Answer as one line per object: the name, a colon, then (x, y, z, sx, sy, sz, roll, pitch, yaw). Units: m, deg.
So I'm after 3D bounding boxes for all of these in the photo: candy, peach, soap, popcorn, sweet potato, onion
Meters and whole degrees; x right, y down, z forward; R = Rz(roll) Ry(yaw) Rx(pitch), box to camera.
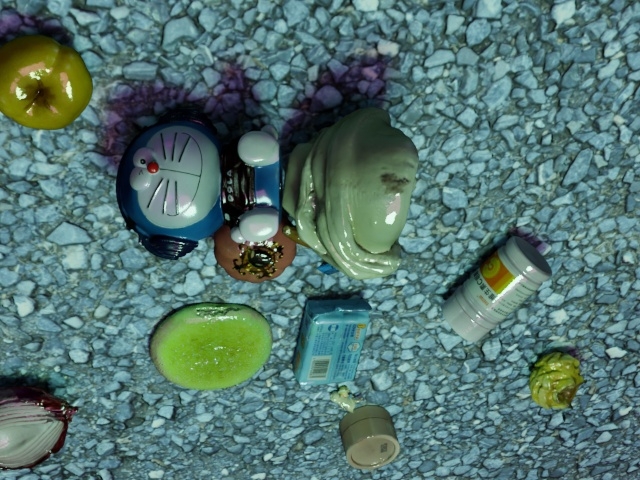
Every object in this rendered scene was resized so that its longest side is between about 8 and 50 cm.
candy: (0.038, 0.051, 1.849, 0.088, 0.038, 0.136, -20, 174, 5)
peach: (-0.487, -0.274, 1.450, 0.179, 0.103, 0.179, -6, 134, -6)
soap: (0.024, 0.250, 2.018, 0.156, 0.077, 0.293, 1, 129, -15)
popcorn: (0.632, 0.379, 2.237, 0.148, 0.152, 0.167, -28, 134, -27)
sweet potato: (0.001, -0.001, 1.764, 0.057, 0.057, 0.265, -37, 157, 17)
onion: (-0.688, 0.415, 1.953, 0.284, 0.120, 0.227, -21, 128, 8)

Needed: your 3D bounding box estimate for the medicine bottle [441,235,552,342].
medicine bottle: (0.413, 0.116, 1.967, 0.133, 0.133, 0.249, 27, 119, -30)

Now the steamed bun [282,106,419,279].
steamed bun: (0.042, -0.086, 1.594, 0.220, 0.324, 0.309, 3, 119, -11)

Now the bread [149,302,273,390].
bread: (-0.258, 0.264, 1.985, 0.302, 0.045, 0.301, -7, 131, -8)

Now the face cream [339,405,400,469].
face cream: (0.131, 0.534, 2.258, 0.149, 0.104, 0.149, -7, 130, -8)

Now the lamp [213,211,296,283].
lamp: (-0.135, 0.012, 1.745, 0.182, 0.140, 0.182, -5, 128, -6)

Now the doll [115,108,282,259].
doll: (-0.225, -0.105, 1.549, 0.310, 0.284, 0.240, 1, 173, 2)

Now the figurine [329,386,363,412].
figurine: (0.068, 0.411, 2.188, 0.083, 0.047, 0.050, 33, 100, -25)
